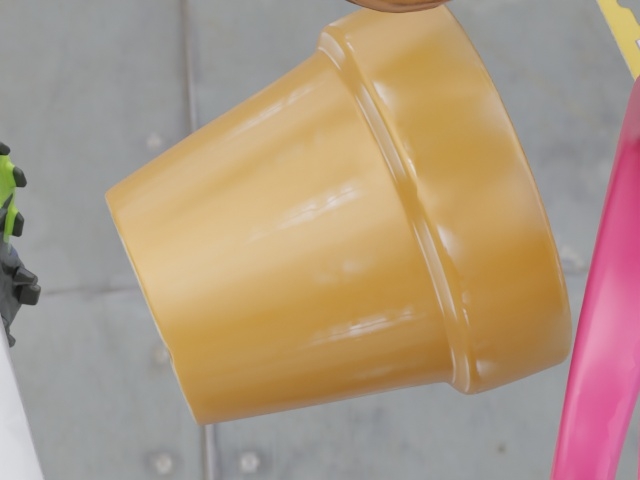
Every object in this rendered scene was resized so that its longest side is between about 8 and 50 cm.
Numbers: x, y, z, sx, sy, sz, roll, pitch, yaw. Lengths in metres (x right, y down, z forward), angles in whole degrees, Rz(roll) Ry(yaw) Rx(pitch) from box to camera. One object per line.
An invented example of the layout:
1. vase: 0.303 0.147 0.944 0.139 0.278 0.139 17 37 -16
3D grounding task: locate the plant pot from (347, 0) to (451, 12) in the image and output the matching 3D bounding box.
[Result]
1. plant pot: -0.019 -0.234 0.539 0.203 0.291 0.291 23 51 24

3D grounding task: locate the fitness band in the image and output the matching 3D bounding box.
1. fitness band: 0.124 0.039 0.685 0.054 0.209 0.291 11 3 5

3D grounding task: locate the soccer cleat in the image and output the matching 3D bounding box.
1. soccer cleat: -0.282 -0.005 1.383 0.121 0.289 0.093 23 64 7

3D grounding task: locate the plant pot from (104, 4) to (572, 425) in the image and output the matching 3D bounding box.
1. plant pot: 0.000 0.000 0.939 0.188 0.205 0.205 -21 50 -5

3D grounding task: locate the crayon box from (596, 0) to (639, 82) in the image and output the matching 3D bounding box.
1. crayon box: 0.343 -0.181 1.200 0.323 0.083 0.203 -21 35 8

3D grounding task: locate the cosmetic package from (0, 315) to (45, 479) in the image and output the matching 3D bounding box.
1. cosmetic package: -0.208 0.048 0.976 0.085 0.117 0.231 -18 82 -11
